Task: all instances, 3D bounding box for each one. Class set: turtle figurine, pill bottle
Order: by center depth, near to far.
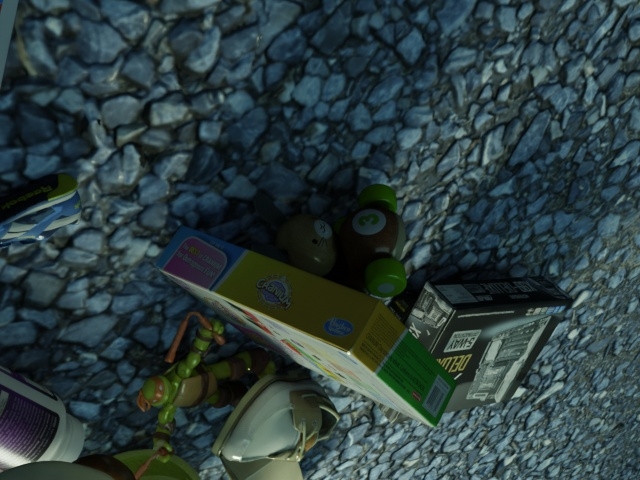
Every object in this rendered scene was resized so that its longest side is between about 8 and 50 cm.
[{"bbox_3d":[-0.379,0.217,0.924,0.108,0.108,0.193,-40,137,0],"label":"pill bottle"},{"bbox_3d":[-0.177,0.215,1.079,0.217,0.087,0.269,8,105,-51],"label":"turtle figurine"}]

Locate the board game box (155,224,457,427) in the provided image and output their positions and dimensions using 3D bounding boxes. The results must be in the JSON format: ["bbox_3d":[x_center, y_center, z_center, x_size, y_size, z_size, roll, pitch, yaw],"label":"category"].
[{"bbox_3d":[-0.018,0.102,0.932,0.064,0.316,0.242,-60,140,-15],"label":"board game box"}]

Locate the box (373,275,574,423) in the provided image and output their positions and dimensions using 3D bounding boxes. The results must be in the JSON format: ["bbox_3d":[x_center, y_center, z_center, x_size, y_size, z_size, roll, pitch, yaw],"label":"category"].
[{"bbox_3d":[0.256,0.179,1.296,0.307,0.076,0.242,1,124,-38],"label":"box"}]

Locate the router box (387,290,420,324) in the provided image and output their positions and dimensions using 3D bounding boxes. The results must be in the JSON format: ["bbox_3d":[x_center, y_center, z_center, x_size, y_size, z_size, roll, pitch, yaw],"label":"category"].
[{"bbox_3d":[0.164,0.162,1.309,0.179,0.046,0.133,20,112,-44],"label":"router box"}]

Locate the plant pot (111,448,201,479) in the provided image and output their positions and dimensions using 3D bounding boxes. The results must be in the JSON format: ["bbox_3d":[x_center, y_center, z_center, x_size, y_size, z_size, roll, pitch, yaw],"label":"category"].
[{"bbox_3d":[-0.239,0.490,1.117,0.276,0.276,0.254,-32,133,-9],"label":"plant pot"}]

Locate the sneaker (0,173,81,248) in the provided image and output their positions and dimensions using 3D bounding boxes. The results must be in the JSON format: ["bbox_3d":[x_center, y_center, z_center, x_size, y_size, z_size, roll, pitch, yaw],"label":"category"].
[{"bbox_3d":[-0.319,-0.017,0.810,0.144,0.053,0.059,-22,137,-17],"label":"sneaker"}]

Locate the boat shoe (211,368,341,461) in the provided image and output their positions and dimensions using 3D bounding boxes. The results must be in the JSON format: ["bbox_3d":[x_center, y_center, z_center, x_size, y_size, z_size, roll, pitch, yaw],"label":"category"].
[{"bbox_3d":[-0.048,0.258,1.100,0.113,0.103,0.302,-60,165,13],"label":"boat shoe"}]

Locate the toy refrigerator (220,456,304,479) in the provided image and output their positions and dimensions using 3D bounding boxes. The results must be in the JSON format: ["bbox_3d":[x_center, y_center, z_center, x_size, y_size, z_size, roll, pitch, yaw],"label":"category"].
[{"bbox_3d":[-0.090,0.418,1.315,0.102,0.094,0.269,-32,138,-19],"label":"toy refrigerator"}]

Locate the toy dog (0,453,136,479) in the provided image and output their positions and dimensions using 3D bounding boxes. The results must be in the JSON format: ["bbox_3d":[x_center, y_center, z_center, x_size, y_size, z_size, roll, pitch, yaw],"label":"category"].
[{"bbox_3d":[-0.382,0.286,0.744,0.408,0.284,0.395,16,98,-9],"label":"toy dog"}]

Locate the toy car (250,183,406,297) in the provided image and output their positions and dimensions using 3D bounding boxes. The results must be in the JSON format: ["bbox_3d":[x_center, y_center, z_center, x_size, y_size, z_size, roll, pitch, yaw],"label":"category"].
[{"bbox_3d":[0.000,0.000,0.985,0.188,0.155,0.149,18,137,-23],"label":"toy car"}]

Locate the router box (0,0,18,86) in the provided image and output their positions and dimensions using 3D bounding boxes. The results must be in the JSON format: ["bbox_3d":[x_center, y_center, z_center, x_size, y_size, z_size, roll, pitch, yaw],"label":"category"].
[{"bbox_3d":[-0.414,-0.101,0.564,0.335,0.082,0.301,-15,137,-52],"label":"router box"}]
